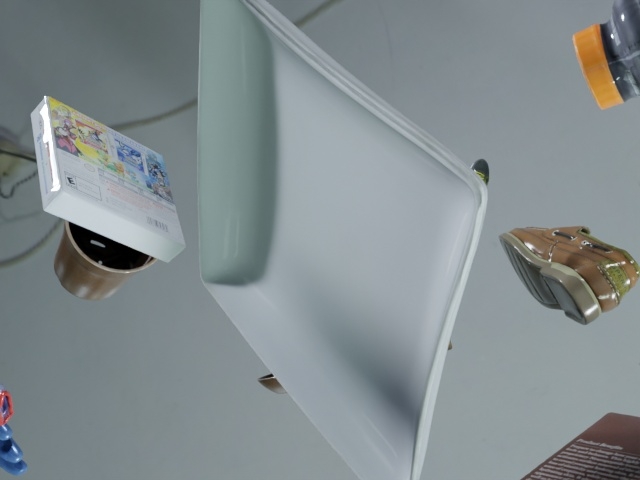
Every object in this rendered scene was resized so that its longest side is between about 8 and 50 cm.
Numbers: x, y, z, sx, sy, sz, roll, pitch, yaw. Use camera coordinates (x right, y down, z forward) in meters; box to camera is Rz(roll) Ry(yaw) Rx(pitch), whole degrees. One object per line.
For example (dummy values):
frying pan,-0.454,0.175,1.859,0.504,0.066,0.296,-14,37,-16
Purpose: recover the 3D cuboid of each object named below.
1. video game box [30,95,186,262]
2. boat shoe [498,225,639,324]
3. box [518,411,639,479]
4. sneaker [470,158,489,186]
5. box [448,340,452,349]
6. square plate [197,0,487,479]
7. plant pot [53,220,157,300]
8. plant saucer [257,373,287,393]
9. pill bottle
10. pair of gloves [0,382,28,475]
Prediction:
video game box,-0.285,-0.081,1.266,0.048,0.205,0.187,-38,47,24
boat shoe,0.355,0.036,1.351,0.104,0.307,0.110,-32,109,-2
box,0.329,0.350,1.118,0.191,0.381,0.143,-1,109,52
sneaker,0.217,-0.074,1.292,0.031,0.035,0.083,15,79,-4
box,0.079,0.048,1.149,0.021,0.164,0.201,-22,78,49
square plate,0.000,0.000,0.758,0.049,0.347,0.344,-21,46,-28
plant pot,-0.356,0.012,1.547,0.165,0.167,0.167,-45,66,50
plant saucer,-0.012,0.236,1.668,0.199,0.198,0.036,-17,86,16
pill bottle,0.384,-0.216,0.946,0.246,0.130,0.130,-20,77,24
pair of gloves,-0.302,0.118,0.804,0.023,0.198,0.159,-29,63,-29
